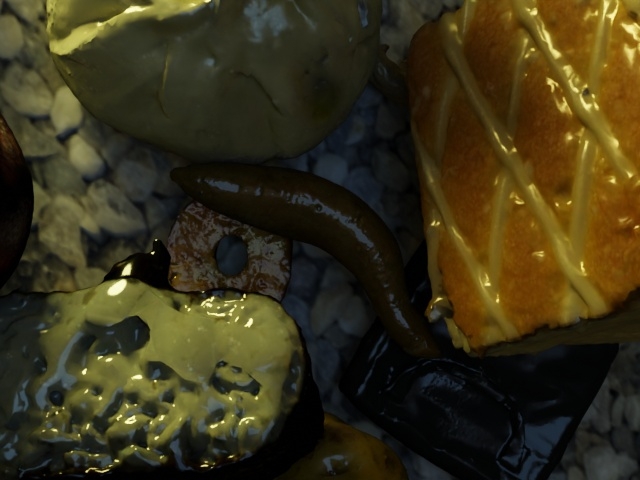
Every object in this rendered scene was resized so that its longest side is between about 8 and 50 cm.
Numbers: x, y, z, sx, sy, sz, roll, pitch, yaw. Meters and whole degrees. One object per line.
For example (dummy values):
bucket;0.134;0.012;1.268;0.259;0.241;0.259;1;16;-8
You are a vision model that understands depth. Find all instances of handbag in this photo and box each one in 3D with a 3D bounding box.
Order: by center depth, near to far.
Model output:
handbag;0.181;0.144;1.164;0.275;0.088;0.244;33;82;-13

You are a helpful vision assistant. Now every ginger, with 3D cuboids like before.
ginger;0.119;-0.185;1.171;0.173;0.051;0.069;14;82;-16

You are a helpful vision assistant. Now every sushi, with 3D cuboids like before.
sushi;-0.171;0.136;0.990;0.349;0.207;0.234;0;67;4

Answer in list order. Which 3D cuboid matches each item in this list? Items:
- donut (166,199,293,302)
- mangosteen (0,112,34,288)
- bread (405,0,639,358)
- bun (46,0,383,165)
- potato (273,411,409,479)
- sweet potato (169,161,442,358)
donut;-0.102;0.018;1.107;0.152;0.058;0.151;0;88;-15
mangosteen;-0.418;-0.041;0.922;0.297;0.293;0.297;21;59;-40
bread;0.297;-0.088;0.992;0.279;0.371;0.390;11;65;-34
bun;-0.093;-0.252;1.033;0.365;0.219;0.365;-1;93;-16
potato;-0.009;0.371;1.079;0.196;0.176;0.369;4;92;-39
sweet potato;0.006;-0.004;1.073;0.346;0.079;0.108;36;73;-10
